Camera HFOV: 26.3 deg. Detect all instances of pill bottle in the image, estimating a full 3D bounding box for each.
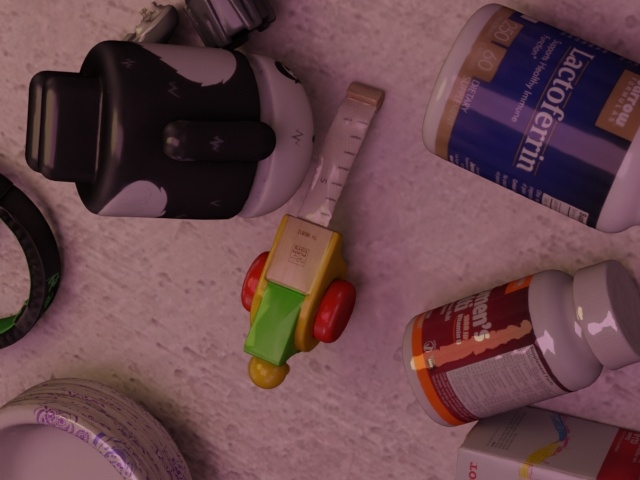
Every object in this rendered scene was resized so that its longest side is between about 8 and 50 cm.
[{"bbox_3d":[0.239,-0.099,1.241,0.264,0.153,0.153,26,116,14],"label":"pill bottle"},{"bbox_3d":[0.201,0.099,1.342,0.221,0.121,0.121,-22,97,29],"label":"pill bottle"}]

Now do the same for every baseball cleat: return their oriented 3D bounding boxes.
[{"bbox_3d":[-0.196,-0.162,1.474,0.109,0.072,0.206,42,122,-12],"label":"baseball cleat"}]

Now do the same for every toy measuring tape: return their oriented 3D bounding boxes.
[{"bbox_3d":[0.000,0.000,1.432,0.121,0.121,0.330,21,92,17],"label":"toy measuring tape"}]

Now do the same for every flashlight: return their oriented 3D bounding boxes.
[{"bbox_3d":[-0.146,-0.338,1.363,0.103,0.103,0.304,-28,93,29],"label":"flashlight"}]

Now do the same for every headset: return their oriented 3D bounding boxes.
[{"bbox_3d":[-0.483,-0.038,1.622,0.394,0.185,0.243,35,123,-7],"label":"headset"}]

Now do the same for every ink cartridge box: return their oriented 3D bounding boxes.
[{"bbox_3d":[0.232,0.256,1.377,0.176,0.127,0.128,12,112,20],"label":"ink cartridge box"}]

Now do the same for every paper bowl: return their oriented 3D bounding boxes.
[{"bbox_3d":[-0.274,0.298,1.609,0.284,0.148,0.284,8,110,21],"label":"paper bowl"}]

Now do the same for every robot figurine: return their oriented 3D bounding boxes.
[{"bbox_3d":[-0.142,-0.109,1.336,0.174,0.278,0.209,116,147,-43],"label":"robot figurine"}]
